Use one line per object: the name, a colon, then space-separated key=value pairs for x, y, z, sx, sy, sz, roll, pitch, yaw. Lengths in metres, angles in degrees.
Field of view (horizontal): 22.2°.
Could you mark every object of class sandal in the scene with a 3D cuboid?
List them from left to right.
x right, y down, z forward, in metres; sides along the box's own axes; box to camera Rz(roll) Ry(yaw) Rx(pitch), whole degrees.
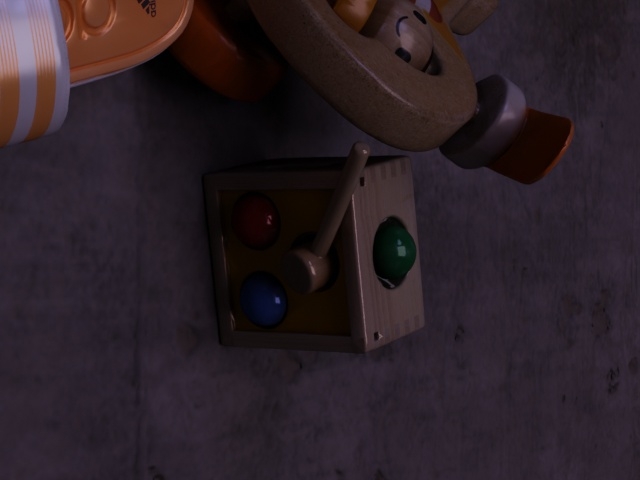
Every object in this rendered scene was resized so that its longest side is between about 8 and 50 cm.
sandal: x=-0.141 y=-0.103 z=0.813 sx=0.265 sy=0.076 sz=0.102 roll=-28 pitch=124 yaw=-43

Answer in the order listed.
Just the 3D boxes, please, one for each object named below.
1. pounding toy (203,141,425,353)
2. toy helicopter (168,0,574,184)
pounding toy: x=0.000 y=0.000 z=0.993 sx=0.100 sy=0.141 sz=0.130 roll=-18 pitch=105 yaw=-54
toy helicopter: x=0.065 y=-0.137 z=1.051 sx=0.235 sy=0.140 sz=0.355 roll=42 pitch=24 yaw=1
